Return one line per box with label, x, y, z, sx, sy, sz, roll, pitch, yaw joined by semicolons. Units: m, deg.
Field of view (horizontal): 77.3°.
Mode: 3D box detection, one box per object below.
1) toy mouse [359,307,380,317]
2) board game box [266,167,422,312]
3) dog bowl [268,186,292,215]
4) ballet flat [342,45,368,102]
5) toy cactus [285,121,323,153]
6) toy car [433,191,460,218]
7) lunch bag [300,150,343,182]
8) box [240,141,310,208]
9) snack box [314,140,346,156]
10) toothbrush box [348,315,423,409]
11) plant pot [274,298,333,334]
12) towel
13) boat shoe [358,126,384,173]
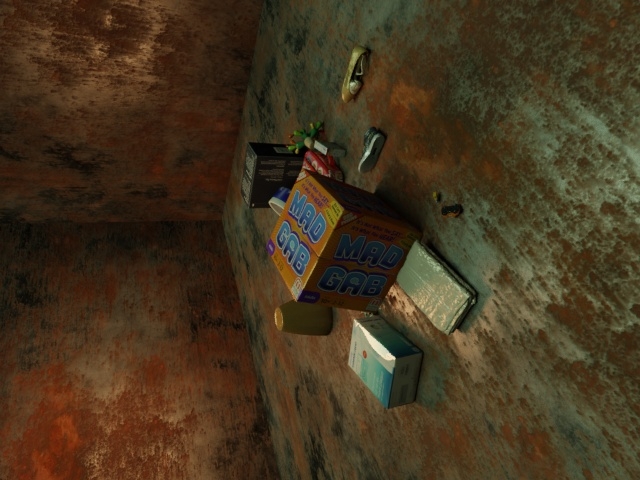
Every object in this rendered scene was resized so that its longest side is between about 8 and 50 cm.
toy mouse;0.204;0.269;1.687;0.143;0.031;0.161;-67;34;38
board game box;0.069;0.003;1.481;0.356;0.356;0.356;-63;35;19
dog bowl;-0.137;-0.158;2.102;0.104;0.265;0.265;-53;25;-10
ballet flat;0.146;-0.689;1.681;0.073;0.080;0.232;39;130;39
toy cactus;-0.068;-0.509;2.038;0.112;0.219;0.180;60;-178;-42
toy car;0.401;-0.112;1.262;0.040;0.060;0.122;53;-159;-38
lunch bag;0.004;-0.311;1.973;0.293;0.120;0.258;56;137;46
box;-0.239;-0.354;2.203;0.179;0.343;0.312;56;139;46
snack box;0.043;-0.433;1.884;0.141;0.100;0.037;-130;45;-53
toothbrush box;0.237;0.452;1.531;0.295;0.126;0.216;-143;55;-60
plant pot;-0.099;0.392;2.082;0.237;0.254;0.237;8;99;63
towel;0.366;0.149;1.298;0.282;0.049;0.187;53;137;39
boat shoe;0.197;-0.365;1.621;0.183;0.065;0.083;-63;35;36
